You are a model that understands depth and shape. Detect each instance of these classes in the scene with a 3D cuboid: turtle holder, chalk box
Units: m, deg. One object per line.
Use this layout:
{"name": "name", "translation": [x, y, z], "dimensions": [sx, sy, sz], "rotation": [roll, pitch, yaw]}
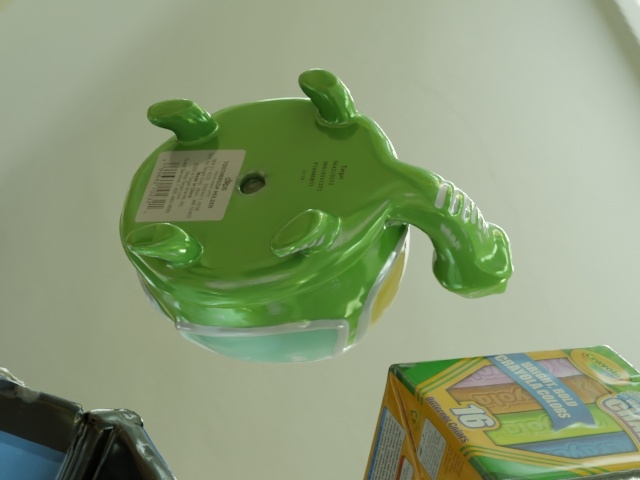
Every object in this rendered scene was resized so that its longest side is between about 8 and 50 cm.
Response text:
{"name": "turtle holder", "translation": [-0.011, -0.010, 1.394], "dimensions": [0.320, 0.227, 0.243], "rotation": [-22, -134, -1]}
{"name": "chalk box", "translation": [0.202, 0.207, 1.261], "dimensions": [0.179, 0.289, 0.180], "rotation": [48, -48, 51]}

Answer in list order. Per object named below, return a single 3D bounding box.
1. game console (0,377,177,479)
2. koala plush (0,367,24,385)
{"name": "game console", "translation": [-0.206, 0.238, 0.881], "dimensions": [0.250, 0.173, 0.293], "rotation": [49, -56, 43]}
{"name": "koala plush", "translation": [-0.383, 0.132, 1.395], "dimensions": [0.221, 0.196, 0.203], "rotation": [30, -75, 9]}
